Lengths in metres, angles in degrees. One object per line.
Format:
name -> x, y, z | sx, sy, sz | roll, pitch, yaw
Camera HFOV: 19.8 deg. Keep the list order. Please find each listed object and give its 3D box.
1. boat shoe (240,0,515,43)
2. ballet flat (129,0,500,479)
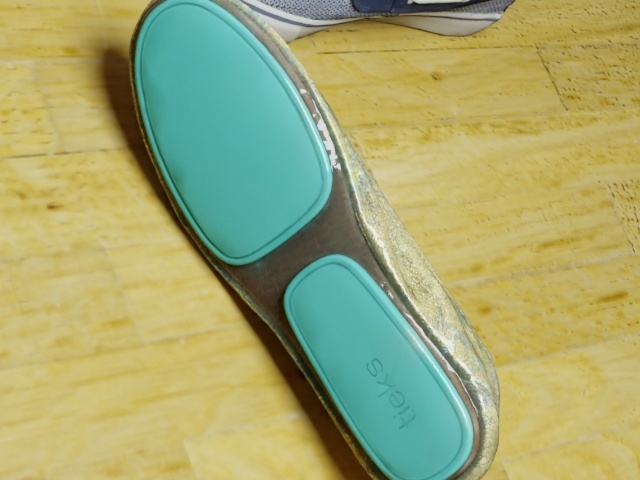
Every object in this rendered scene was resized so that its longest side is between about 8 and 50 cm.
boat shoe -> 0.049, -0.227, 1.275 | 0.340, 0.158, 0.127 | -8, 69, -46
ballet flat -> 0.000, 0.000, 1.123 | 0.123, 0.123, 0.348 | -26, 81, -49
